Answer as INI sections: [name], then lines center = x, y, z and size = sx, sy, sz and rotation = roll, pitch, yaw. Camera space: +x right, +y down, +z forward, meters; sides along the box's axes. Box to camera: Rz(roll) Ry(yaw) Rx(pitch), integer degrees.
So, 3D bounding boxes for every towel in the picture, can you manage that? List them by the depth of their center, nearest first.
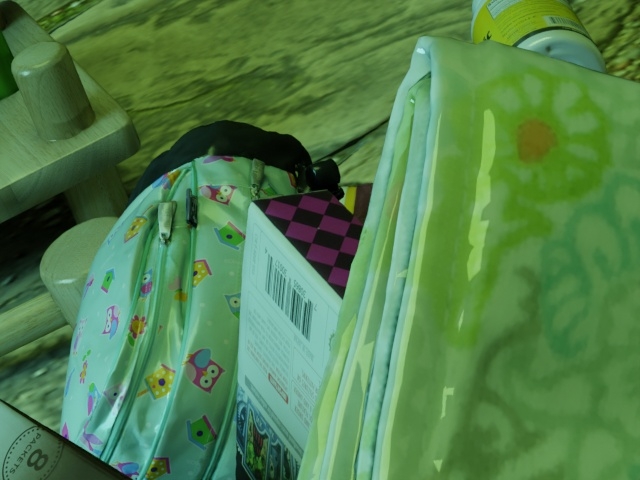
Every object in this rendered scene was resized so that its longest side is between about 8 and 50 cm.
[towel]
center = 0.160, 0.133, 0.471
size = 0.374, 0.090, 0.320
rotation = 18, 64, -6

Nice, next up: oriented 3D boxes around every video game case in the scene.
[video game case]
center = 0.031, 0.123, 0.663
size = 0.042, 0.210, 0.232
rotation = -10, 30, -23

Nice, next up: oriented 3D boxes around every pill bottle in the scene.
[pill bottle]
center = 0.127, -0.119, 1.103
size = 0.065, 0.065, 0.116
rotation = -18, 32, 2

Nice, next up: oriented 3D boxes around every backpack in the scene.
[backpack]
center = -0.060, 0.048, 0.876
size = 0.115, 0.152, 0.182
rotation = 12, 47, -9

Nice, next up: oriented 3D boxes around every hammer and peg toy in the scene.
[hammer and peg toy]
center = -0.250, -0.033, 1.110
size = 0.266, 0.127, 0.361
rotation = -28, 34, -13

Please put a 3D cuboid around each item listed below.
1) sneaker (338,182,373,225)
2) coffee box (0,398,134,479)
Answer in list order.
[sneaker]
center = 0.000, 0.000, 1.003
size = 0.084, 0.069, 0.185
rotation = -32, 40, -34
[coffee box]
center = -0.121, 0.200, 0.655
size = 0.141, 0.098, 0.246
rotation = 24, 77, 45
